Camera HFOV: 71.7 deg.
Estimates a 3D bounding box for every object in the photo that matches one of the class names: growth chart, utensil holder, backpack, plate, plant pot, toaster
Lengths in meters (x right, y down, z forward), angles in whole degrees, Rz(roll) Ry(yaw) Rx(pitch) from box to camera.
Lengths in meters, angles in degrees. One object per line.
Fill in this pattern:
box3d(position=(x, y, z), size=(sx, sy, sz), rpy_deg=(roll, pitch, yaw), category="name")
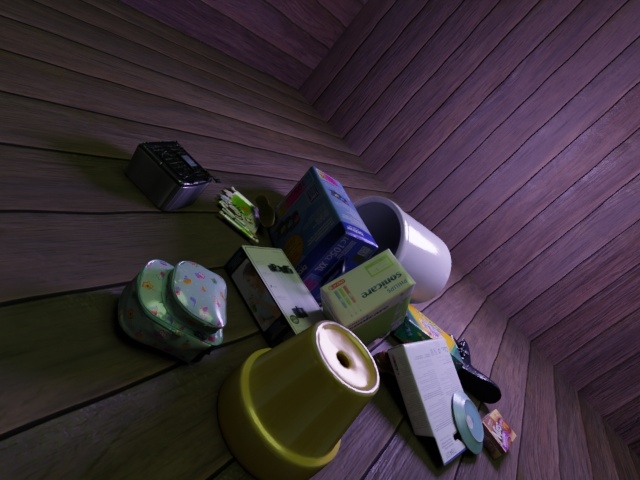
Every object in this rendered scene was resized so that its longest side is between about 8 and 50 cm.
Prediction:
box3d(position=(-0.255, -0.089, 1.423), size=(0.172, 0.021, 0.237), rpy_deg=(38, 20, -16), category="growth chart")
box3d(position=(0.276, 0.051, 1.683), size=(0.385, 0.327, 0.328), rpy_deg=(25, 28, -44), category="utensil holder")
box3d(position=(-0.275, 0.124, 0.843), size=(0.188, 0.144, 0.166), rpy_deg=(27, 33, -30), category="backpack")
box3d(position=(0.464, 0.557, 1.368), size=(0.188, 0.024, 0.188), rpy_deg=(38, 38, -38), category="plate")
box3d(position=(-0.027, 0.288, 0.844), size=(0.254, 0.239, 0.254), rpy_deg=(35, 24, -18), category="plant pot")
box3d(position=(-0.401, -0.176, 1.206), size=(0.185, 0.110, 0.168), rpy_deg=(44, 22, 2), category="toaster")

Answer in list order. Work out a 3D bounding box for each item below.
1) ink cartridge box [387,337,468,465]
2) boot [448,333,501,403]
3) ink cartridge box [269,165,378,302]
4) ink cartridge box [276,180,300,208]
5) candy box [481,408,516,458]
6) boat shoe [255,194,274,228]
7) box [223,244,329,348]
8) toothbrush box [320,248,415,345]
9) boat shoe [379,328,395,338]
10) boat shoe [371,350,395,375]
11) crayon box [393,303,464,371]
box3d(position=(0.351, 0.473, 1.353), size=(0.324, 0.071, 0.331), rpy_deg=(12, 57, -53), category="ink cartridge box")
box3d(position=(0.590, 0.494, 1.734), size=(0.246, 0.094, 0.207), rpy_deg=(35, 26, -6), category="boot")
box3d(position=(0.000, 0.000, 1.368), size=(0.151, 0.270, 0.396), rpy_deg=(22, 30, -39), category="ink cartridge box")
box3d(position=(-0.014, -0.122, 1.702), size=(0.171, 0.168, 0.232), rpy_deg=(50, 23, 14), category="ink cartridge box")
box3d(position=(0.595, 0.656, 1.509), size=(0.186, 0.053, 0.109), rpy_deg=(10, 39, -56), category="candy box")
box3d(position=(-0.177, -0.089, 1.461), size=(0.049, 0.056, 0.152), rpy_deg=(70, 0, -47), category="boat shoe")
box3d(position=(-0.109, 0.150, 1.154), size=(0.169, 0.087, 0.290), rpy_deg=(6, 43, -57), category="box")
box3d(position=(0.120, 0.177, 1.177), size=(0.122, 0.206, 0.283), rpy_deg=(55, -13, 26), category="toothbrush box")
box3d(position=(0.188, 0.268, 1.442), size=(0.302, 0.113, 0.103), rpy_deg=(-7, 55, -50), category="boat shoe")
box3d(position=(0.224, 0.374, 1.362), size=(0.177, 0.060, 0.064), rpy_deg=(22, 30, -44), category="boat shoe")
box3d(position=(0.386, 0.357, 1.633), size=(0.278, 0.081, 0.165), rpy_deg=(39, 17, -11), category="crayon box")
